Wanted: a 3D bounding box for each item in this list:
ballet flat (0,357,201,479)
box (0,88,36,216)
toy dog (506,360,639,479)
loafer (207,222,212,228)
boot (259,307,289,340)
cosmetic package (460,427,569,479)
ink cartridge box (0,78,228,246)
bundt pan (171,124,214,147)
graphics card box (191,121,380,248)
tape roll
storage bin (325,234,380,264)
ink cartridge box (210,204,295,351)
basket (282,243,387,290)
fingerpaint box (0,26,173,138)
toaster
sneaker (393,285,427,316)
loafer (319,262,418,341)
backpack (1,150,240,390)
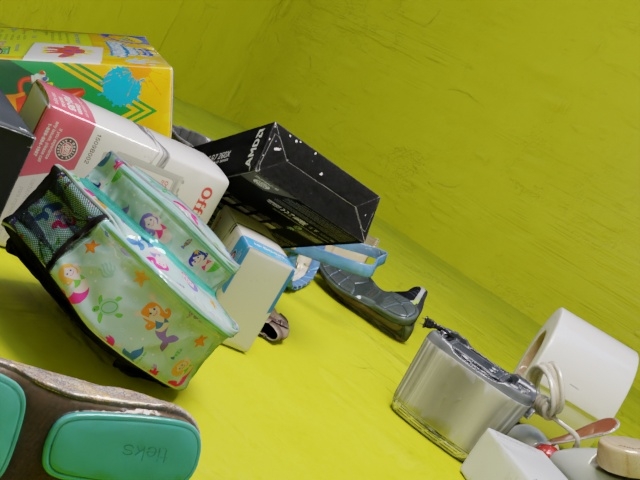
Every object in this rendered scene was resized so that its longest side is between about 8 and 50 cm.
[{"bbox_3d":[-0.241,0.142,0.582,0.316,0.108,0.106,29,-12,-39],"label":"ballet flat"},{"bbox_3d":[-0.447,-0.101,0.893,0.103,0.184,0.261,22,12,-41],"label":"box"},{"bbox_3d":[0.421,0.345,1.126,0.161,0.220,0.334,10,20,-15],"label":"toy dog"},{"bbox_3d":[-0.262,-0.008,1.305,0.094,0.087,0.251,6,-17,33],"label":"loafer"},{"bbox_3d":[-0.099,0.119,1.212,0.118,0.042,0.087,31,12,6],"label":"boot"},{"bbox_3d":[0.295,0.360,1.012,0.117,0.085,0.231,26,12,-22],"label":"cosmetic package"},{"bbox_3d":[-0.302,-0.067,1.065,0.283,0.207,0.117,22,14,-37],"label":"ink cartridge box"},{"bbox_3d":[-0.260,-0.159,1.900,0.330,0.124,0.331,29,9,-5],"label":"bundt pan"},{"bbox_3d":[-0.108,-0.074,1.263,0.232,0.094,0.371,33,-20,-31],"label":"graphics card box"},{"bbox_3d":[0.489,0.279,1.503,0.169,0.246,0.246,32,10,11],"label":"tape roll"},{"bbox_3d":[0.000,0.000,1.858,0.262,0.123,0.260,31,10,3],"label":"storage bin"},{"bbox_3d":[-0.129,0.051,1.142,0.086,0.148,0.203,26,11,-23],"label":"ink cartridge box"},{"bbox_3d":[-0.013,0.006,1.549,0.288,0.201,0.255,21,8,8],"label":"basket"},{"bbox_3d":[-0.494,-0.293,1.429,0.371,0.163,0.445,-2,21,-20],"label":"fingerpaint box"},{"bbox_3d":[0.215,0.240,1.191,0.227,0.146,0.129,34,10,20],"label":"toaster"},{"bbox_3d":[0.197,0.142,1.817,0.097,0.084,0.234,29,10,5],"label":"sneaker"},{"bbox_3d":[0.094,0.132,1.653,0.267,0.084,0.096,32,41,34],"label":"loafer"},{"bbox_3d":[-0.205,0.040,0.854,0.253,0.191,0.225,45,-5,34],"label":"backpack"}]
